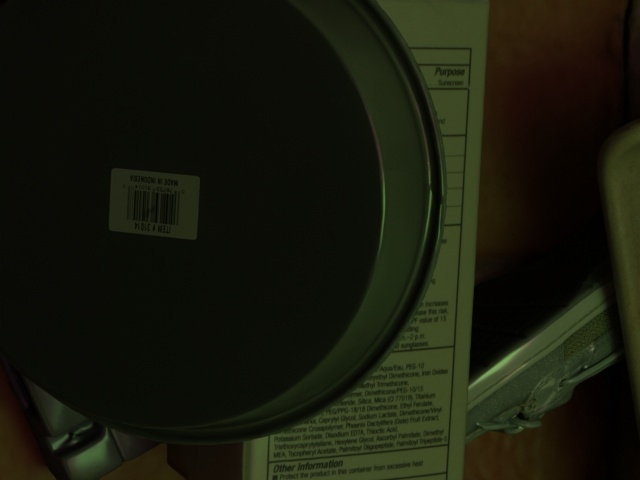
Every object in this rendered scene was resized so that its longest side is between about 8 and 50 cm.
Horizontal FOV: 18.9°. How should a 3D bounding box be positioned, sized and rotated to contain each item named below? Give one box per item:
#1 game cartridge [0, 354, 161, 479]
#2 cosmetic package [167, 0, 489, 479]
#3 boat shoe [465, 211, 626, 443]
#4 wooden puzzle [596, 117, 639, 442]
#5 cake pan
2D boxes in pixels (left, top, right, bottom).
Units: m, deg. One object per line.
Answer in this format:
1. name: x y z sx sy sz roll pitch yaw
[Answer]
1. game cartridge: -0.124 -0.056 1.160 0.230 0.068 0.355 -29 112 -25
2. cosmetic package: 0.000 0.000 1.131 0.153 0.129 0.296 -1 100 -26
3. boat shoe: 0.170 0.066 1.306 0.320 0.118 0.103 -33 109 -26
4. wooden puzzle: 0.351 0.043 1.288 0.322 0.080 0.348 -20 115 -22
5. cake pan: -0.081 -0.028 1.023 0.293 0.054 0.293 2 100 15
